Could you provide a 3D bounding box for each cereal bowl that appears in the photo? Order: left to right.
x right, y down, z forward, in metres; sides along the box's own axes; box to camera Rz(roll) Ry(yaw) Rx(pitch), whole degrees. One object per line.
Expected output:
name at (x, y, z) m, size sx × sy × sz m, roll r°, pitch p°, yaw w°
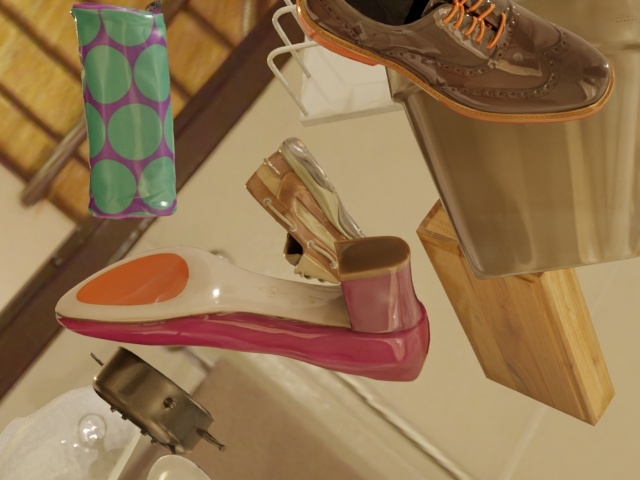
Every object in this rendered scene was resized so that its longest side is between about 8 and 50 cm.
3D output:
cereal bowl at (-0.339, 0.313, 1.312) m, size 0.141 × 0.339 × 0.339 m, roll 28°, pitch -29°, yaw -2°

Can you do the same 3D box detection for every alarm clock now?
alarm clock at (-0.190, 0.165, 1.175) m, size 0.192 × 0.064 × 0.129 m, roll 28°, pitch -17°, yaw 43°

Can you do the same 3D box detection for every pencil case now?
pencil case at (-0.137, -0.090, 0.778) m, size 0.070 × 0.065 × 0.151 m, roll 19°, pitch -65°, yaw 58°

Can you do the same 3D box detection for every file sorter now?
file sorter at (0.042, -0.331, 1.532) m, size 0.193 × 0.277 × 0.173 m, roll -7°, pitch -29°, yaw 20°

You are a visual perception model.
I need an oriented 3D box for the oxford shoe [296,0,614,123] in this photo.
oxford shoe at (0.111, -0.164, 0.888) m, size 0.271 × 0.096 × 0.098 m, roll 16°, pitch -9°, yaw -1°

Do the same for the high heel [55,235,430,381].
high heel at (-0.077, 0.102, 1.155) m, size 0.377 × 0.127 × 0.181 m, roll -4°, pitch -53°, yaw 9°

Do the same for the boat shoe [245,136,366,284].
boat shoe at (0.000, 0.000, 1.612) m, size 0.324 × 0.116 × 0.123 m, roll 56°, pitch -1°, yaw -27°

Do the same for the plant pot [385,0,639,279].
plant pot at (0.250, -0.106, 1.253) m, size 0.323 × 0.323 × 0.280 m, roll -13°, pitch -95°, yaw 54°

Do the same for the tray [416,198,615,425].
tray at (0.293, 0.114, 1.628) m, size 0.203 × 0.076 × 0.411 m, roll 22°, pitch -23°, yaw 37°

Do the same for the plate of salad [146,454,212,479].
plate of salad at (-0.092, 0.272, 0.915) m, size 0.200 × 0.048 × 0.199 m, roll 23°, pitch -62°, yaw 50°
